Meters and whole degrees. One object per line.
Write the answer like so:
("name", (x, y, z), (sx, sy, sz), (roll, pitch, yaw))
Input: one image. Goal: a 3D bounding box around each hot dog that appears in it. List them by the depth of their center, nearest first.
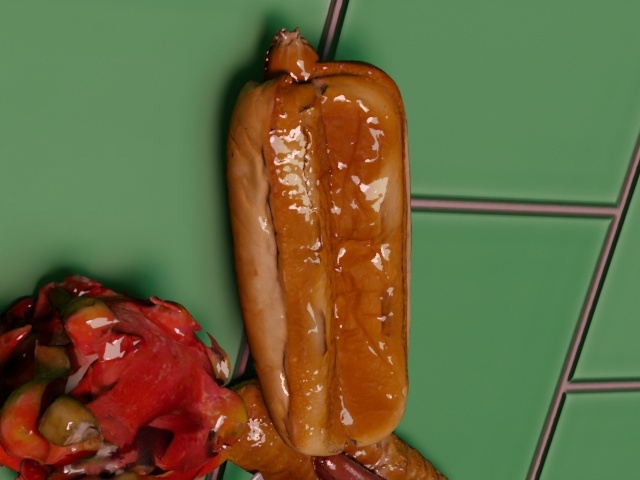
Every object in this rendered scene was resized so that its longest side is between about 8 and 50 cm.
("hot dog", (0.000, 0.000, 1.021), (0.102, 0.076, 0.249), (-14, 117, -18))
("hot dog", (0.018, 0.138, 1.132), (0.216, 0.047, 0.066), (36, 89, -41))

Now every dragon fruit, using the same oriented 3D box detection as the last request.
("dragon fruit", (-0.115, 0.088, 0.963), (0.150, 0.208, 0.133), (19, 90, 5))

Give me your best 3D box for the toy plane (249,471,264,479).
("toy plane", (-0.040, 0.221, 1.105), (0.162, 0.065, 0.171), (-31, 127, -18))
